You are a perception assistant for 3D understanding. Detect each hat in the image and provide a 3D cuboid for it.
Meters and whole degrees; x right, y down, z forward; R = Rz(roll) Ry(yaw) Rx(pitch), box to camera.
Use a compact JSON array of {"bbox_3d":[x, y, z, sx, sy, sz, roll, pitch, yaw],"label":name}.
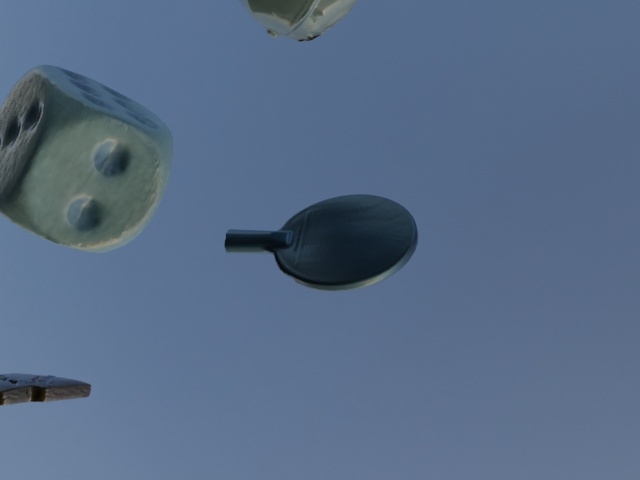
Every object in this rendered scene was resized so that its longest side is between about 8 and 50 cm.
[{"bbox_3d":[-0.081,-0.484,1.498,0.258,0.301,0.168,31,-107,36],"label":"hat"}]

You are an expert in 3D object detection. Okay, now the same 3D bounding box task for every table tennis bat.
[{"bbox_3d":[0.000,0.000,1.524,0.329,0.215,0.044,-1,-44,14],"label":"table tennis bat"}]

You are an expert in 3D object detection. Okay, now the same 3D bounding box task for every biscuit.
[{"bbox_3d":[-0.563,0.260,1.607,0.278,0.302,0.043,170,-80,-72],"label":"biscuit"}]

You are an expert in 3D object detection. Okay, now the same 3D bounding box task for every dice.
[{"bbox_3d":[-0.449,-0.152,1.678,0.262,0.265,0.268,-60,-141,12],"label":"dice"}]
